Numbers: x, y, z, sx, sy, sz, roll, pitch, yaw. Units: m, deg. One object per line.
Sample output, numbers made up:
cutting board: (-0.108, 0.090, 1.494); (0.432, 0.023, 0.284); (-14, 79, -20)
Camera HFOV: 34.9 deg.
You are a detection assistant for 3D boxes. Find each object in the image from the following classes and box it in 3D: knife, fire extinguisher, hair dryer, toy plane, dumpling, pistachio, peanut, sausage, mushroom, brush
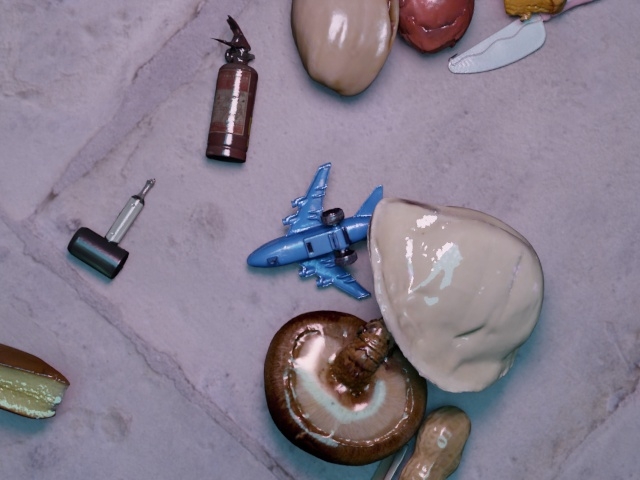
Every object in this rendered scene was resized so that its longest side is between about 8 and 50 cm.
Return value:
knife: (0.388, -0.394, 1.882); (0.336, 0.043, 0.081); (-35, 91, 2)
fire extinguisher: (-0.157, -0.270, 1.815); (0.075, 0.106, 0.252); (8, 87, 18)
hair dryer: (-0.361, -0.036, 1.832); (0.100, 0.057, 0.197); (34, 78, 0)
toy plane: (0.000, 0.000, 1.813); (0.271, 0.105, 0.254); (-19, 102, -7)
dumpling: (0.229, 0.096, 1.717); (0.395, 0.233, 0.315); (35, 55, -29)
pistachio: (0.044, -0.398, 1.791); (0.197, 0.166, 0.288); (1, 90, 35)
peanut: (0.197, 0.399, 1.799); (0.086, 0.104, 0.228); (23, 87, 43)
sausage: (0.193, -0.471, 1.816); (0.152, 0.152, 0.279); (-6, 85, -2)
mushroom: (0.044, 0.246, 1.773); (0.297, 0.163, 0.278); (35, 95, 1)
brush: (0.081, 0.505, 1.809); (0.050, 0.060, 0.321); (30, 87, -13)

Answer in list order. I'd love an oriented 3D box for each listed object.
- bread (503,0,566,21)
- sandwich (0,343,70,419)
bread: (0.375, -0.522, 1.817); (0.143, 0.139, 0.229); (-8, 77, 16)
sandwich: (-0.567, 0.238, 1.784); (0.258, 0.096, 0.094); (20, 93, -2)
